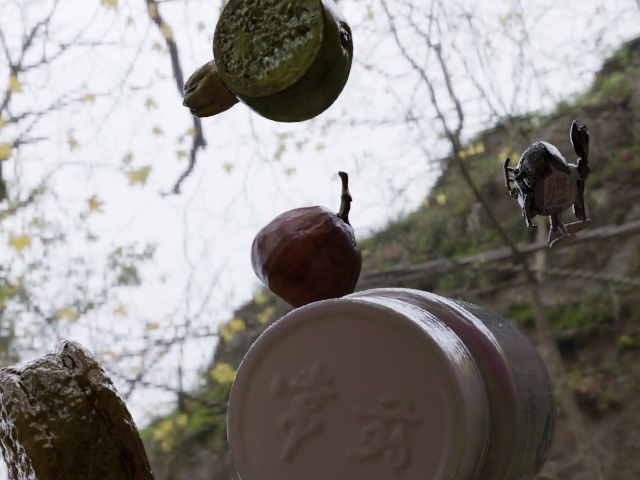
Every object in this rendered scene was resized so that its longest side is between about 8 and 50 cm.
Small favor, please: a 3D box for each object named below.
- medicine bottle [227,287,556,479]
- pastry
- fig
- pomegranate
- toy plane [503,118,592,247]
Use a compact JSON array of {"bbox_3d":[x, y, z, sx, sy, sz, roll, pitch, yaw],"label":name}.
[{"bbox_3d":[0.050,0.103,0.782,0.152,0.152,0.254,-20,-12,14],"label":"medicine bottle"},{"bbox_3d":[-0.225,0.184,1.193,0.103,0.188,0.188,-24,-29,-23],"label":"pastry"},{"bbox_3d":[-0.006,0.015,1.454,0.150,0.128,0.128,-42,-16,-36],"label":"fig"},{"bbox_3d":[-0.057,-0.228,1.820,0.241,0.190,0.159,-50,-30,2],"label":"pomegranate"},{"bbox_3d":[0.227,-0.044,1.301,0.078,0.053,0.197,-25,-33,0],"label":"toy plane"}]
